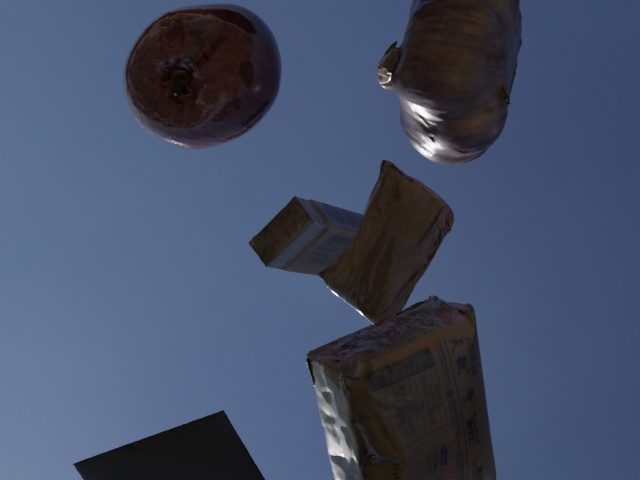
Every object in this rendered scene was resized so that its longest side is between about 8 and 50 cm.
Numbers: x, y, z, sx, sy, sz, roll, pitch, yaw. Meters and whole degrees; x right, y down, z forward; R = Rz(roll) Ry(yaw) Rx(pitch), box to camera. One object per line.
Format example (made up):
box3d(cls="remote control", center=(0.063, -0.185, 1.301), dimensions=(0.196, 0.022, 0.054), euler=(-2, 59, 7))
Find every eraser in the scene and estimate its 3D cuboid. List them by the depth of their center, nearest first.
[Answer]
box3d(cls="eraser", center=(0.000, 0.000, 1.658), dimensions=(0.144, 0.343, 0.078), euler=(-43, -112, 16))

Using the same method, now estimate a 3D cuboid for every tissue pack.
box3d(cls="tissue pack", center=(0.111, 0.224, 1.013), dimensions=(0.215, 0.257, 0.123), euler=(-20, -158, -27))

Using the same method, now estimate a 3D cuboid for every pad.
box3d(cls="pad", center=(-0.133, 0.401, 1.049), dimensions=(0.247, 0.368, 0.007), euler=(-24, -167, 22))

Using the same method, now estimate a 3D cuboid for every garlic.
box3d(cls="garlic", center=(0.149, -0.204, 0.954), dimensions=(0.160, 0.245, 0.245), euler=(5, -118, 18))

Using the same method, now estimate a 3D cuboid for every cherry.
box3d(cls="cherry", center=(-0.174, -0.245, 1.220), dimensions=(0.236, 0.213, 0.285), euler=(3, -154, 7))

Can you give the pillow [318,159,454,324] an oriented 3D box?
box3d(cls="pillow", center=(0.118, 0.014, 1.456), dimensions=(0.270, 0.173, 0.067), euler=(-59, -173, 6))
